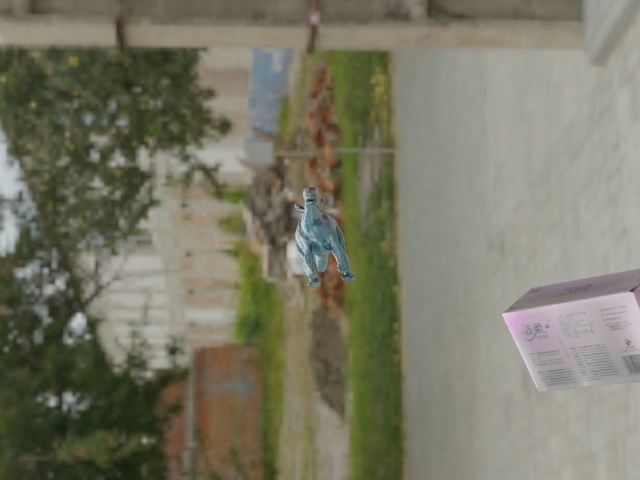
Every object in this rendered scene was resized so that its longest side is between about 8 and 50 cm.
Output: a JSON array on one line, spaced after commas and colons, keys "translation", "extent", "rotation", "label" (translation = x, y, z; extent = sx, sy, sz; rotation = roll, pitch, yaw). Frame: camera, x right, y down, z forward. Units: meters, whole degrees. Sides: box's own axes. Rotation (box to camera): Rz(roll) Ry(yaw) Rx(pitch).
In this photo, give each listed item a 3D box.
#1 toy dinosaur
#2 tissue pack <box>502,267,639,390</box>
[{"translation": [0.000, 0.000, 1.174], "extent": [0.197, 0.045, 0.080], "rotation": [79, 178, -74], "label": "toy dinosaur"}, {"translation": [0.411, 0.132, 1.973], "extent": [0.246, 0.092, 0.148], "rotation": [-13, 107, 48], "label": "tissue pack"}]
